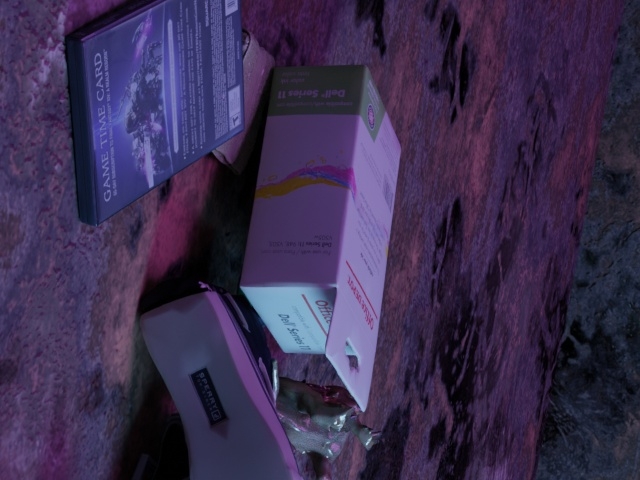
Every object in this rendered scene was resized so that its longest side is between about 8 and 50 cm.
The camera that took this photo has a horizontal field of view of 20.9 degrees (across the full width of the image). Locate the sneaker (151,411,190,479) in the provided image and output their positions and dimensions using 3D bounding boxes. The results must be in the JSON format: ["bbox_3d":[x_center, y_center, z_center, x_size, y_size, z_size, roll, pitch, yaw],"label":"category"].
[{"bbox_3d":[-0.160,0.316,1.889,0.115,0.105,0.281,51,28,-39],"label":"sneaker"}]

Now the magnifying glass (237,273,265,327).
[{"bbox_3d":[-0.059,-0.006,2.118,0.092,0.026,0.231,8,92,-68],"label":"magnifying glass"}]

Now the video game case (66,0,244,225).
[{"bbox_3d":[-0.160,-0.156,1.763,0.274,0.026,0.196,-38,135,-50],"label":"video game case"}]

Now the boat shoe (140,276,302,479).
[{"bbox_3d":[-0.080,0.202,1.890,0.158,0.127,0.341,6,65,-71],"label":"boat shoe"}]

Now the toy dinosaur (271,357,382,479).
[{"bbox_3d":[-0.038,0.209,2.104,0.127,0.200,0.295,-48,139,0],"label":"toy dinosaur"}]

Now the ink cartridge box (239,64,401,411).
[{"bbox_3d":[0.000,0.000,1.998,0.207,0.119,0.354,62,33,-60],"label":"ink cartridge box"}]

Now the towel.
[{"bbox_3d":[-0.090,-0.156,1.965,0.110,0.027,0.148,40,63,-67],"label":"towel"}]

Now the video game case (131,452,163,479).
[{"bbox_3d":[-0.202,0.308,1.938,0.087,0.011,0.122,60,46,-58],"label":"video game case"}]

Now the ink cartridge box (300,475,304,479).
[{"bbox_3d":[-0.105,0.327,1.995,0.104,0.181,0.062,-57,130,-44],"label":"ink cartridge box"}]
